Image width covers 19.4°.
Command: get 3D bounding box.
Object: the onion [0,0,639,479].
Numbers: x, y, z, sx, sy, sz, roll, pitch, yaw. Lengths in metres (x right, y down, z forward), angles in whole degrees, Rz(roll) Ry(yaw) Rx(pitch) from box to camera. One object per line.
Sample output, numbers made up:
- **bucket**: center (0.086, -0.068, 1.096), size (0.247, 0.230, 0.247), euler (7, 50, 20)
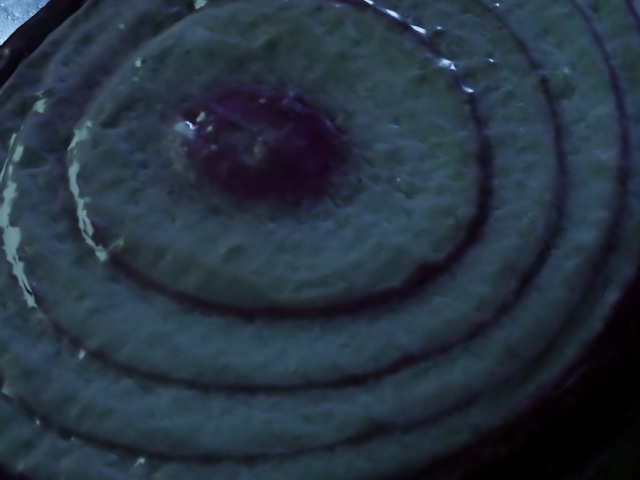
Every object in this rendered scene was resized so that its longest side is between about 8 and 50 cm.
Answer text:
- **onion**: center (0.006, 0.050, 0.703), size (0.337, 0.282, 0.260), euler (-50, -30, -24)
